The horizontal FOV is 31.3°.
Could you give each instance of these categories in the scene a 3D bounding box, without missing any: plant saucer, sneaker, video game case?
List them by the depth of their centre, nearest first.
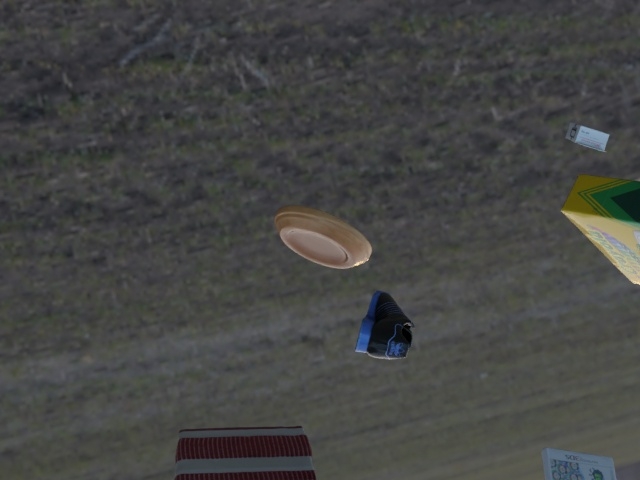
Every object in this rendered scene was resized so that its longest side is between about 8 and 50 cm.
[{"bbox_3d":[0.451,0.438,1.954,0.143,0.157,0.019,12,146,-22],"label":"video game case"},{"bbox_3d":[0.120,0.153,1.989,0.090,0.081,0.232,15,-162,6],"label":"sneaker"},{"bbox_3d":[0.000,0.000,2.193,0.200,0.037,0.200,21,158,9],"label":"plant saucer"}]

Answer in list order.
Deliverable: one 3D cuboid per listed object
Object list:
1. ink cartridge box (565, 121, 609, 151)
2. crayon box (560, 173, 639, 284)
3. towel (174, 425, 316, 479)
[{"bbox_3d":[0.411,-0.159,1.752,0.048,0.028,0.083,16,-169,-5],"label":"ink cartridge box"},{"bbox_3d":[0.745,0.002,2.462,0.313,0.106,0.363,11,160,48],"label":"crayon box"},{"bbox_3d":[-0.125,0.401,1.911,0.237,0.037,0.329,0,-162,-6],"label":"towel"}]
